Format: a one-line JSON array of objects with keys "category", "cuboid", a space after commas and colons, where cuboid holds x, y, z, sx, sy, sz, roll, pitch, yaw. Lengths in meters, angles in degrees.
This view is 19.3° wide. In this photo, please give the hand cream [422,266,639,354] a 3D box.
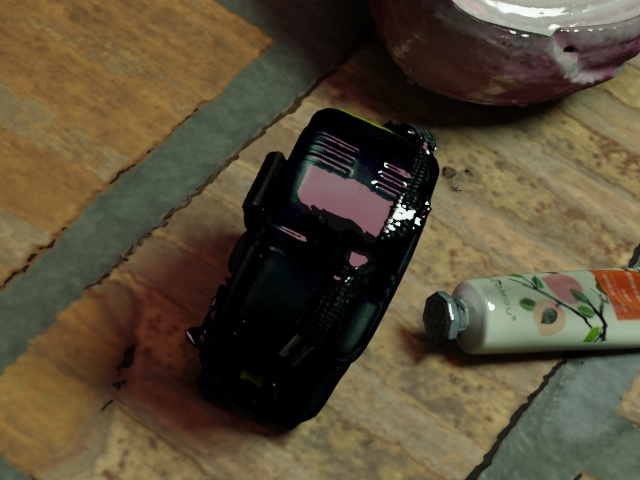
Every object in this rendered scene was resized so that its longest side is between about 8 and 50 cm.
[{"category": "hand cream", "cuboid": [0.181, 0.050, 1.311, 0.234, 0.050, 0.080, -2, 45, -28]}]

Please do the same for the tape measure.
[{"category": "tape measure", "cuboid": [0.000, 0.000, 1.196, 0.112, 0.186, 0.199, 26, 46, -5]}]

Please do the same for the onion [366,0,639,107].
[{"category": "onion", "cuboid": [0.183, -0.215, 1.474, 0.349, 0.159, 0.267, 0, 60, -17]}]
